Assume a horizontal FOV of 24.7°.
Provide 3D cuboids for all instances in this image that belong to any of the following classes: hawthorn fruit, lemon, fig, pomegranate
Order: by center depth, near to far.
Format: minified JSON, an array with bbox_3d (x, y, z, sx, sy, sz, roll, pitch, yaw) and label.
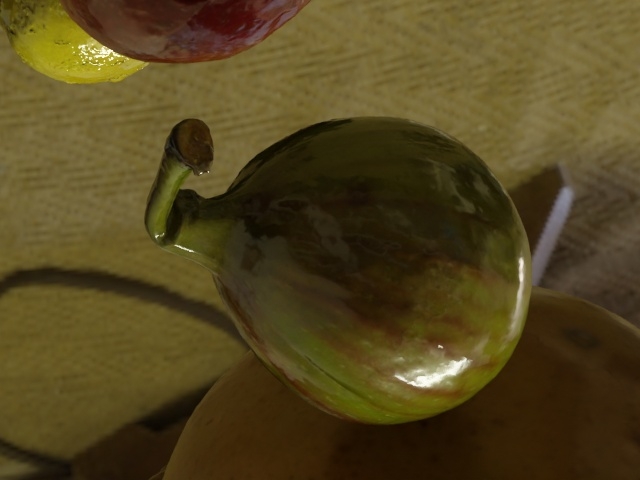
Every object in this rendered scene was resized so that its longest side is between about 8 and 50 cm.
[{"bbox_3d":[0.004,0.015,0.662,0.186,0.142,0.148,-1,-175,-21],"label":"fig"},{"bbox_3d":[0.065,0.216,0.872,0.417,0.416,0.416,-9,147,-6],"label":"pomegranate"},{"bbox_3d":[-0.091,-0.242,0.988,0.242,0.242,0.272,-7,-177,-9],"label":"hawthorn fruit"},{"bbox_3d":[-0.245,-0.249,1.540,0.206,0.173,0.173,17,139,-16],"label":"lemon"}]
